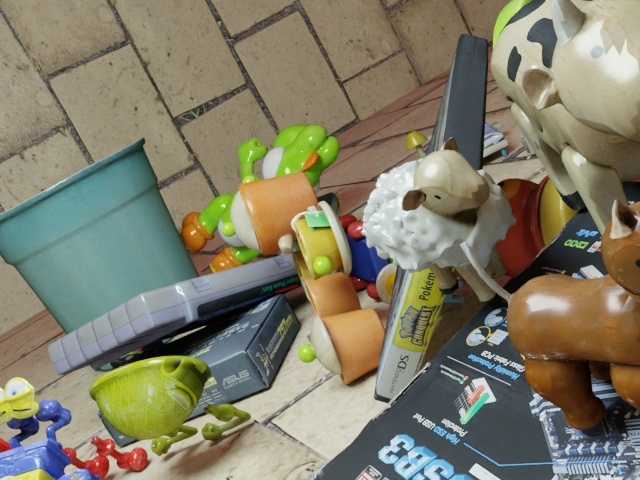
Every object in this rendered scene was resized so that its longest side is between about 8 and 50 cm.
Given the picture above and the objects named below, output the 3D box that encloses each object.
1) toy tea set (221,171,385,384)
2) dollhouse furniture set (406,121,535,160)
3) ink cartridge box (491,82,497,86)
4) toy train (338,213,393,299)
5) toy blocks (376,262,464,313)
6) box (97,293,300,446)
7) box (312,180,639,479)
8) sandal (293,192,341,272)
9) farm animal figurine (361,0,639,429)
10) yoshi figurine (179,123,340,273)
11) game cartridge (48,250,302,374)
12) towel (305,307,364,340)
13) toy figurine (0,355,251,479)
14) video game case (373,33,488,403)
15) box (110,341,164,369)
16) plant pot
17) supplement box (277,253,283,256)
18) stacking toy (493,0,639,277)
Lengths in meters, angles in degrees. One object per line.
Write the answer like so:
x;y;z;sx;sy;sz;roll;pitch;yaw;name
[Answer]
-0.031;0.042;0.926;0.124;0.200;0.336;-20;21;-6;toy tea set
0.288;-0.244;1.423;0.303;0.198;0.286;-27;12;9;dollhouse furniture set
0.503;-0.369;1.783;0.109;0.062;0.209;-36;14;-31;ink cartridge box
0.089;-0.001;1.121;0.143;0.105;0.248;-20;10;-13;toy train
0.146;0.037;0.917;0.123;0.054;0.148;-33;13;-18;toy blocks
-0.154;0.167;1.039;0.233;0.059;0.183;-25;13;19;box
0.174;0.092;0.396;0.293;0.073;0.295;-44;22;-14;box
-0.001;0.001;1.355;0.120;0.086;0.303;-23;27;-1;sandal
0.184;-0.084;0.408;0.330;0.172;0.327;-38;21;-5;farm animal figurine
-0.101;-0.097;1.561;0.362;0.203;0.203;-42;-35;19;yoshi figurine
-0.178;0.098;1.132;0.230;0.068;0.355;-22;-4;37;game cartridge
0.023;0.109;1.003;0.083;0.009;0.060;-30;11;-9;towel
-0.257;0.271;0.783;0.362;0.191;0.217;-17;45;16;toy figurine
0.107;-0.025;0.747;0.035;0.248;0.275;13;40;3;video game case
-0.277;0.192;1.230;0.062;0.052;0.083;-38;14;-37;box
-0.395;0.036;1.461;0.341;0.334;0.341;-26;13;6;plant pot
-0.091;0.062;1.386;0.098;0.036;0.062;-30;11;-6;supplement box
0.247;-0.120;0.826;0.130;0.279;0.309;-12;16;48;stacking toy
